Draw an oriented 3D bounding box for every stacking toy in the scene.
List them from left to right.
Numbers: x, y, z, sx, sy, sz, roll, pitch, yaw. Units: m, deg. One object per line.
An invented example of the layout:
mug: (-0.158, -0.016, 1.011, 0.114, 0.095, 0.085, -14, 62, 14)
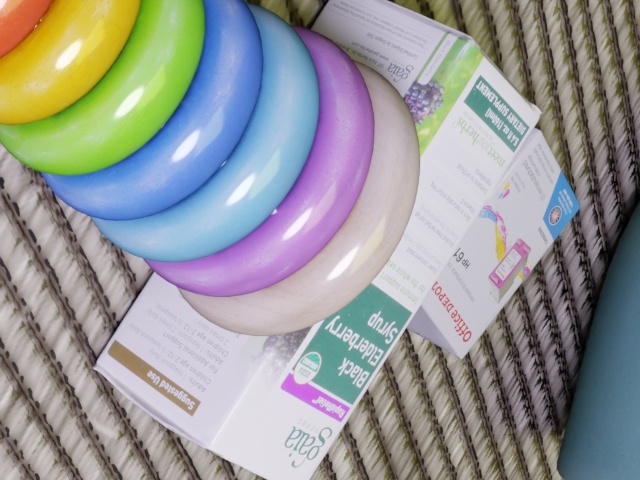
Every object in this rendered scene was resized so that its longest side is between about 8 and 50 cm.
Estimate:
stacking toy: (-0.100, -0.081, 0.692, 0.330, 0.141, 0.141, 35, 87, -45)

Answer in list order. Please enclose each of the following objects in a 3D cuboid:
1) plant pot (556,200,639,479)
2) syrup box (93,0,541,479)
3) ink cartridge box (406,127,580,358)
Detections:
plant pot: (0.316, 0.058, 1.124, 0.293, 0.293, 0.235, -1, 100, -48)
syrup box: (0.000, 0.000, 0.867, 0.237, 0.096, 0.093, -58, 143, -3)
ink cartridge box: (0.087, -0.004, 0.998, 0.122, 0.052, 0.088, -50, 142, -9)
